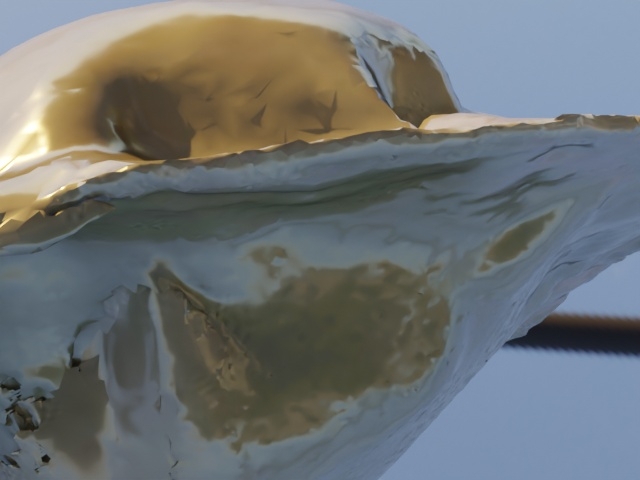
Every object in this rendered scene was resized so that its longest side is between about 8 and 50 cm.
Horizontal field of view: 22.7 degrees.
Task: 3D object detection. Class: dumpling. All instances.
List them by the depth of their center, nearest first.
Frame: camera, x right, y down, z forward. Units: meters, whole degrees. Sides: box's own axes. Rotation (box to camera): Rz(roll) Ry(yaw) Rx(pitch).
[{"bbox_3d":[-0.013,-0.008,0.463,0.293,0.204,0.163,6,-140,-55],"label":"dumpling"}]
